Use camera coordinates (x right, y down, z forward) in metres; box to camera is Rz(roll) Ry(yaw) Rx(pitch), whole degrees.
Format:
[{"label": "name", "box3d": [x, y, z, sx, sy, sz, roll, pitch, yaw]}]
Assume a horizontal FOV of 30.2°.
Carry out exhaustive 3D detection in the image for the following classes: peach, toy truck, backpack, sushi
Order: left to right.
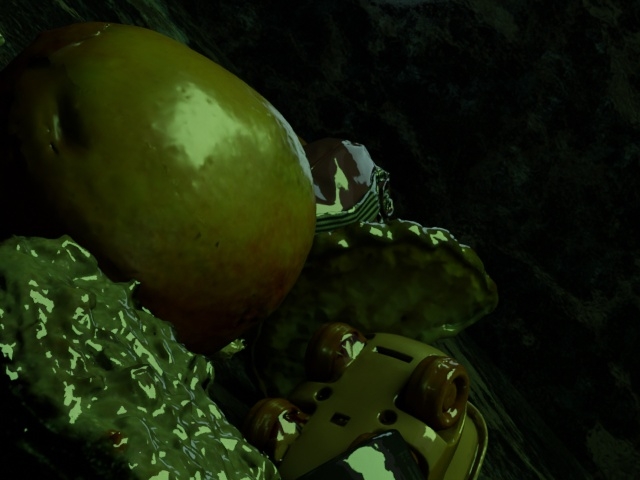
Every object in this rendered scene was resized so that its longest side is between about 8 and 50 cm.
[{"label": "sushi", "box3d": [-0.159, 0.166, 0.877, 0.350, 0.171, 0.211, 54, 13, 21]}, {"label": "peach", "box3d": [-0.178, -0.056, 1.196, 0.372, 0.289, 0.373, 18, 64, -42]}, {"label": "backpack", "box3d": [0.000, 0.000, 1.664, 0.317, 0.197, 0.283, -39, 114, -39]}, {"label": "toy truck", "box3d": [0.062, 0.229, 1.365, 0.204, 0.288, 0.212, 15, -38, 33]}]

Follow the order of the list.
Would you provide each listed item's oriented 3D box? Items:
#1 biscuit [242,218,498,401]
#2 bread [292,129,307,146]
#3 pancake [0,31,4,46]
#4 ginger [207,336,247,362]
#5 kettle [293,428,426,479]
[{"label": "biscuit", "box3d": [0.062, 0.093, 1.472, 0.335, 0.329, 0.078, -4, 47, -20]}, {"label": "bread", "box3d": [-0.104, -0.097, 1.949, 0.314, 0.191, 0.370, 36, 13, -41]}, {"label": "pancake", "box3d": [-0.474, -0.298, 1.523, 0.190, 0.020, 0.184, 39, 15, -44]}, {"label": "ginger", "box3d": [-0.165, 0.053, 1.465, 0.148, 0.081, 0.334, 40, 14, -29]}, {"label": "kettle", "box3d": [0.049, 0.354, 1.120, 0.290, 0.207, 0.268, 59, -16, 10]}]
